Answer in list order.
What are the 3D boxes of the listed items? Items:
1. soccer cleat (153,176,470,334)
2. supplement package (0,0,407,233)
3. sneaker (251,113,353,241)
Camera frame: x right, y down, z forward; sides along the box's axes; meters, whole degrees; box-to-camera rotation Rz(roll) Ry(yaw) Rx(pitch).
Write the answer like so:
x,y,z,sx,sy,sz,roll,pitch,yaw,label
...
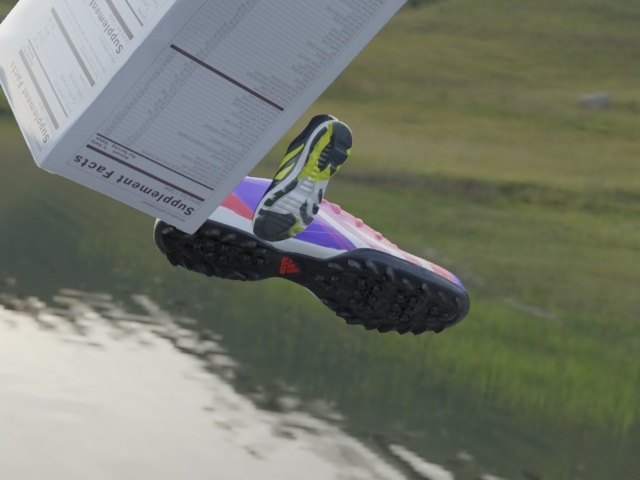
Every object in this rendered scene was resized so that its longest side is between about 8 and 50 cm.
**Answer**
x,y,z,sx,sy,sz,roll,pitch,yaw,label
0.000,0.000,1.279,0.318,0.108,0.116,16,50,-1,soccer cleat
-0.072,-0.148,0.808,0.139,0.244,0.134,27,23,-46,supplement package
-0.010,-0.036,0.735,0.031,0.083,0.035,32,15,-21,sneaker
